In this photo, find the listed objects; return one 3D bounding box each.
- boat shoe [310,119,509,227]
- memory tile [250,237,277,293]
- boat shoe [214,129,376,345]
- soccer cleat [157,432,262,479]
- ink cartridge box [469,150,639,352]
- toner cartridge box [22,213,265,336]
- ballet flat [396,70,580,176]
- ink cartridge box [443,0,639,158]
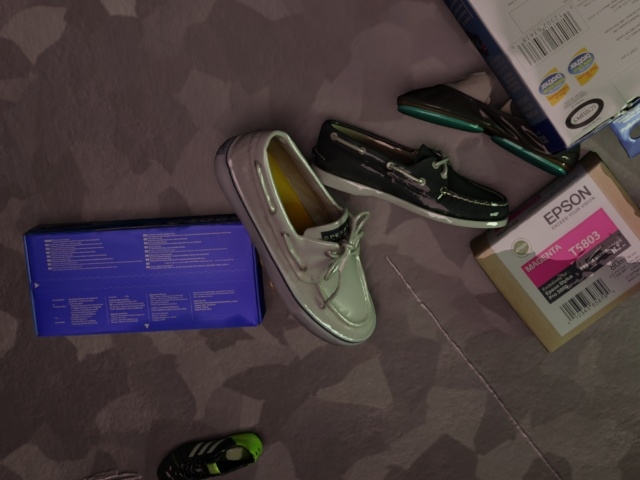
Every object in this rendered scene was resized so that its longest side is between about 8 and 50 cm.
[{"bbox_3d":[0.135,-0.096,1.738,0.302,0.114,0.091,14,110,0],"label":"boat shoe"},{"bbox_3d":[-0.057,-0.006,1.782,0.012,0.113,0.148,-12,106,45],"label":"memory tile"},{"bbox_3d":[0.004,-0.006,1.720,0.156,0.136,0.367,-12,113,47],"label":"boat shoe"},{"bbox_3d":[-0.178,0.348,1.885,0.179,0.072,0.060,-20,101,8],"label":"soccer cleat"},{"bbox_3d":[0.369,0.018,1.761,0.235,0.088,0.193,-38,99,12],"label":"ink cartridge box"},{"bbox_3d":[-0.263,0.052,1.820,0.348,0.075,0.165,-3,101,5],"label":"toner cartridge box"},{"bbox_3d":[0.247,-0.182,1.726,0.280,0.095,0.096,21,87,-12],"label":"ballet flat"},{"bbox_3d":[0.352,-0.299,1.616,0.270,0.151,0.395,-35,89,2],"label":"ink cartridge box"}]
